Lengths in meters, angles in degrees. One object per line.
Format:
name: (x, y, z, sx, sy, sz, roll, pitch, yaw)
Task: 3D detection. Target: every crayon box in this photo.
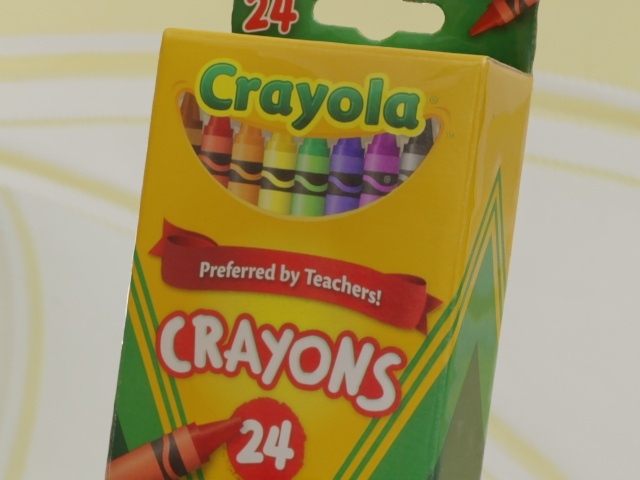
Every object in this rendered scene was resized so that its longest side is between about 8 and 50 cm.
crayon box: (0.000, 0.000, 1.001, 0.202, 0.081, 0.319, 7, -89, 26)
